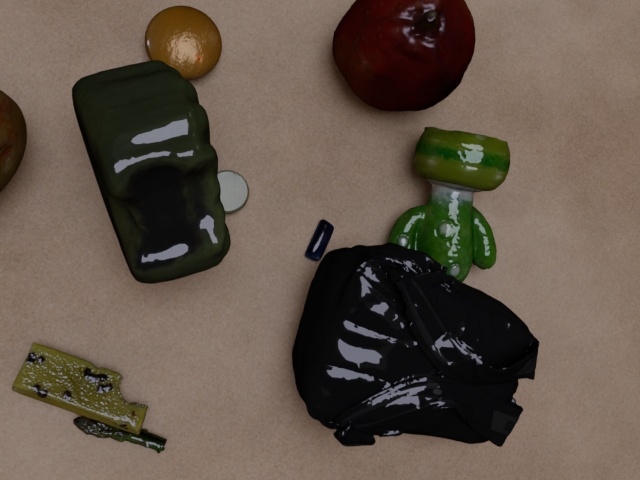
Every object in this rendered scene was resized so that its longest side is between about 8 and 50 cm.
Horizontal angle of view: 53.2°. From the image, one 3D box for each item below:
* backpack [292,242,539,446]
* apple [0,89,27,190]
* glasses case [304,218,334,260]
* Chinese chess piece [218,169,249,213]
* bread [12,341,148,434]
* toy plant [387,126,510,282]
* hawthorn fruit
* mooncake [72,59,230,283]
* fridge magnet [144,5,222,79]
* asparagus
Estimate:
[{"bbox_3d":[0.184,0.207,1.167,0.446,0.255,0.363,15,93,-16],"label":"backpack"},{"bbox_3d":[-0.608,-0.160,0.995,0.264,0.264,0.264,2,84,-15],"label":"apple"},{"bbox_3d":[0.000,0.000,1.257,0.033,0.023,0.083,26,79,-9],"label":"glasses case"},{"bbox_3d":[-0.177,-0.091,1.215,0.084,0.034,0.084,1,86,-16],"label":"Chinese chess piece"},{"bbox_3d":[-0.402,0.255,1.098,0.226,0.049,0.088,23,57,-12],"label":"bread"},{"bbox_3d":[0.262,-0.057,1.279,0.224,0.184,0.315,12,97,-9],"label":"toy plant"},{"bbox_3d":[0.170,-0.379,1.200,0.265,0.307,0.265,0,88,-9],"label":"hawthorn fruit"},{"bbox_3d":[-0.269,-0.111,1.045,0.187,0.351,0.351,-21,90,-17],"label":"mooncake"},{"bbox_3d":[-0.258,-0.372,1.207,0.143,0.063,0.143,1,84,-13],"label":"fridge magnet"},{"bbox_3d":[-0.352,0.338,1.121,0.165,0.030,0.036,19,41,-13],"label":"asparagus"}]
